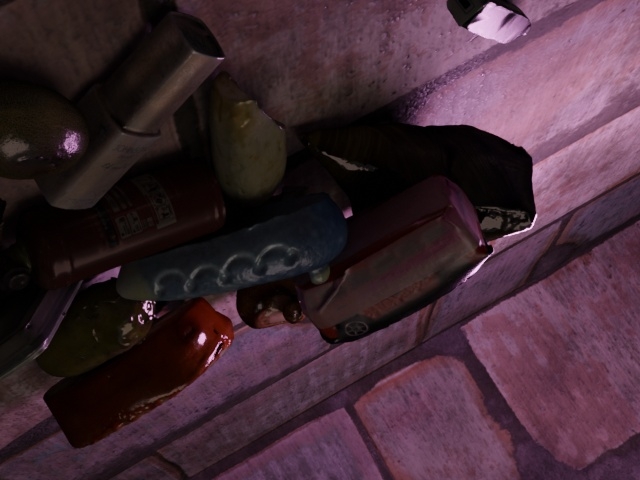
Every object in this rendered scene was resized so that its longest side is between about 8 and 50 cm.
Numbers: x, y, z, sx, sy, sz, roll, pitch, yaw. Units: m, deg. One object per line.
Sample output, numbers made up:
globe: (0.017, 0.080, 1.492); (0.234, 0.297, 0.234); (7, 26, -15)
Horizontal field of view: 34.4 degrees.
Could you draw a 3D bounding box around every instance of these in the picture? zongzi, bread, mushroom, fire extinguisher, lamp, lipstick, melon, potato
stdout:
zongzi: (0.074, -0.070, 1.705); (0.432, 0.207, 0.403); (8, 159, -27)
bread: (-0.304, 0.219, 1.730); (0.328, 0.114, 0.295); (-31, -176, 19)
mushroom: (-0.052, 0.076, 1.906); (0.231, 0.138, 0.194); (-27, 179, 23)
mushroom: (-0.094, -0.123, 1.342); (0.107, 0.087, 0.333); (-36, 165, -18)
fire extinguisher: (-0.285, -0.025, 1.283); (0.337, 0.106, 0.147); (-22, 136, -30)
lamp: (-0.435, 0.139, 1.331); (0.266, 0.047, 0.269); (-33, -163, 10)
lipstick: (-0.211, -0.137, 1.118); (0.253, 0.077, 0.079); (-41, 161, 27)
melon: (-0.294, -0.109, 1.029); (0.099, 0.099, 0.162); (-38, 163, 19)
potato: (-0.349, 0.134, 1.577); (0.251, 0.113, 0.149); (-28, 178, 40)

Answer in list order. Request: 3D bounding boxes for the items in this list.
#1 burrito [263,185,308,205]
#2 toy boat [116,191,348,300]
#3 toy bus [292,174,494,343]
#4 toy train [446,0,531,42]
burrito: (0.000, 0.000, 1.645); (0.229, 0.089, 0.144); (32, 154, -27)
toy boat: (-0.119, 0.031, 1.468); (0.330, 0.123, 0.215); (-16, -171, -1)
toy bus: (0.099, 0.030, 1.535); (0.303, 0.127, 0.147); (-28, 125, 18)
toy train: (0.243, -0.316, 1.454); (0.055, 0.048, 0.252); (-44, 165, 22)
